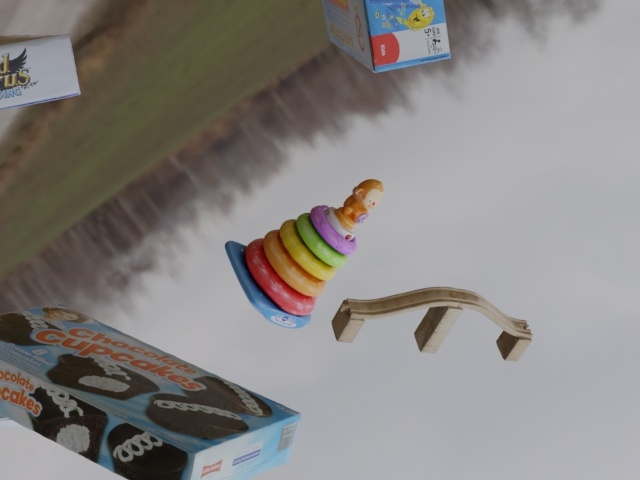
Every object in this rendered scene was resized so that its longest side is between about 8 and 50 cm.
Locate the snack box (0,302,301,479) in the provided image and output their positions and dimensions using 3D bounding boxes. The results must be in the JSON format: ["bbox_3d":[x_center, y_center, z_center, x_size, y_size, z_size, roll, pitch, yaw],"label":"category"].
[{"bbox_3d":[-0.202,0.151,1.411,0.187,0.322,0.060,-10,117,-60],"label":"snack box"}]

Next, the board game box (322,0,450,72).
[{"bbox_3d":[0.050,-0.361,1.606,0.086,0.302,0.308,-12,-163,-6],"label":"board game box"}]

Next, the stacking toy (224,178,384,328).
[{"bbox_3d":[0.000,0.000,2.488,0.302,0.166,0.175,-41,145,19],"label":"stacking toy"}]

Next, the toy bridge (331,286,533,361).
[{"bbox_3d":[0.101,0.068,1.236,0.063,0.188,0.026,-61,-148,37],"label":"toy bridge"}]

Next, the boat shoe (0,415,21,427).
[{"bbox_3d":[-0.389,0.175,1.621,0.228,0.080,0.076,4,133,-48],"label":"boat shoe"}]

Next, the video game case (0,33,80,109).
[{"bbox_3d":[-0.385,-0.148,1.358,0.244,0.061,0.269,-14,-167,-25],"label":"video game case"}]
